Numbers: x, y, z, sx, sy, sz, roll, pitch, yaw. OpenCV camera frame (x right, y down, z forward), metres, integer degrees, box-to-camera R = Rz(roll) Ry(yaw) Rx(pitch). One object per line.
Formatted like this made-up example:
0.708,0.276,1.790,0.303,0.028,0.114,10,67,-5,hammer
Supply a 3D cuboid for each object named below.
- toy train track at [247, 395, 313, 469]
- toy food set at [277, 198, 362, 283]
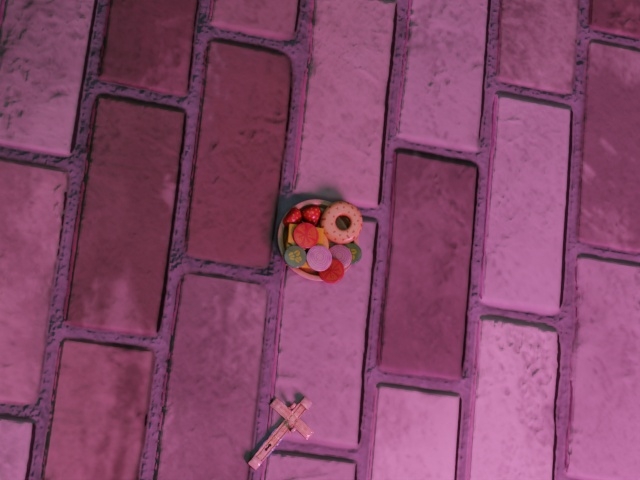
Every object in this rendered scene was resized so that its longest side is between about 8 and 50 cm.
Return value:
-0.036,0.177,1.339,0.048,0.014,0.083,42,71,-2,toy train track
0.000,0.000,1.388,0.083,0.020,0.083,7,75,-14,toy food set
